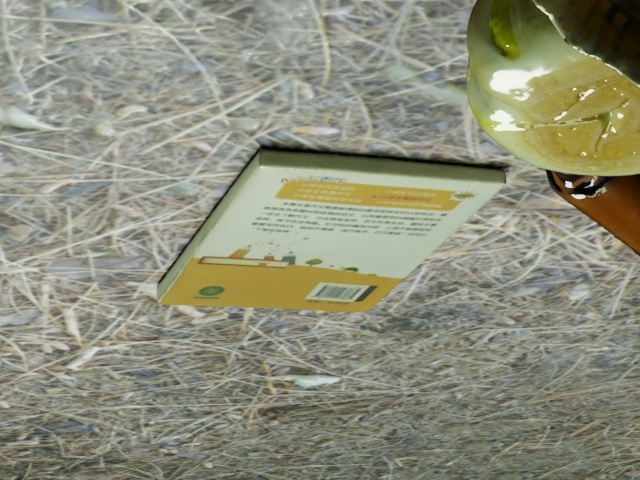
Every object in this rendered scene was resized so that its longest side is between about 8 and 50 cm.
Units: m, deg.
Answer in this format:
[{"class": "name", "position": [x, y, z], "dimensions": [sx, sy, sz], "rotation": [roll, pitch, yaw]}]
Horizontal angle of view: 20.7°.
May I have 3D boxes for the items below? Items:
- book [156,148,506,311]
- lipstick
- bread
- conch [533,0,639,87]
[{"class": "book", "position": [0.000, 0.000, 1.462], "dimensions": [0.207, 0.020, 0.295], "rotation": [4, 156, -21]}, {"class": "lipstick", "position": [0.287, -0.007, 1.432], "dimensions": [0.077, 0.077, 0.418], "rotation": [-17, 154, 27]}, {"class": "bread", "position": [0.187, -0.119, 1.093], "dimensions": [0.213, 0.105, 0.213], "rotation": [1, 155, 1]}, {"class": "conch", "position": [0.222, -0.183, 0.890], "dimensions": [0.291, 0.159, 0.210], "rotation": [31, 155, 17]}]
